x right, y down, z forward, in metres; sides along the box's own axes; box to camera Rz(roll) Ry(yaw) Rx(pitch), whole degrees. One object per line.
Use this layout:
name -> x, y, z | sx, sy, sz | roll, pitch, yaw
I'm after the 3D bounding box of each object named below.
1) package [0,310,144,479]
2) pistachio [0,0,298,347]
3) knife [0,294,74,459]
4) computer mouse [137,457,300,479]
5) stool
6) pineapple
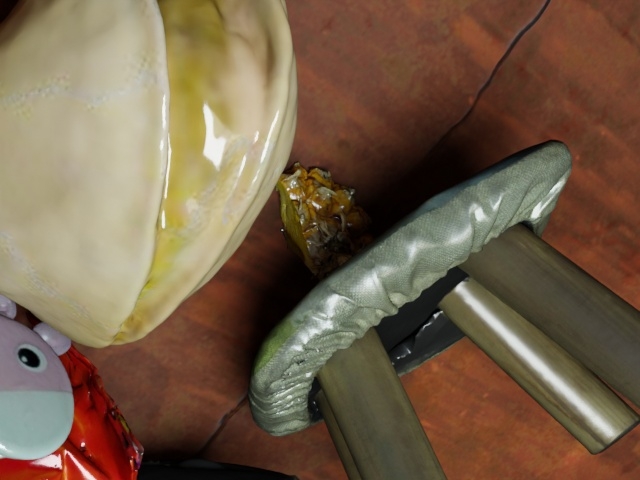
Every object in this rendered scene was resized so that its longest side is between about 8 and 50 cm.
package -> -0.345, 0.204, 0.897 | 0.423, 0.196, 0.123 | -23, 134, -20
pistachio -> -0.136, -0.062, 0.838 | 0.229, 0.238, 0.321 | -4, 151, -35
knife -> -0.324, 0.020, 0.810 | 0.398, 0.132, 0.038 | 30, 125, -25
computer mouse -> -0.168, 0.239, 1.031 | 0.323, 0.183, 0.116 | -15, 93, -11
stool -> 0.120, 0.113, 1.029 | 0.310, 0.226, 0.310 | -36, 166, -9
pineapple -> 0.000, 0.000, 1.053 | 0.077, 0.114, 0.114 | -37, 129, 18
